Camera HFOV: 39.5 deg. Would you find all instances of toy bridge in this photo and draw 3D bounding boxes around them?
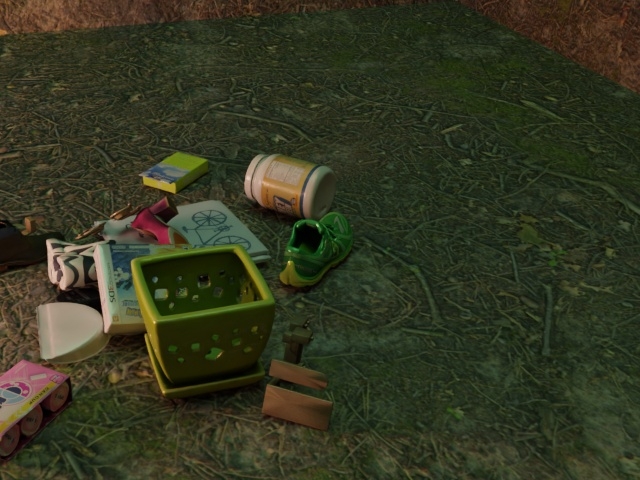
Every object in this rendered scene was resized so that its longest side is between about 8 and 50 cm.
[{"bbox_3d":[-0.738,0.003,2.042,0.026,0.063,0.188,25,35,34],"label":"toy bridge"}]

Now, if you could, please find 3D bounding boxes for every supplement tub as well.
[{"bbox_3d":[-0.077,-0.139,2.265,0.199,0.144,0.144,17,33,24],"label":"supplement tub"}]

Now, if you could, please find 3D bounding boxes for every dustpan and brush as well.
[{"bbox_3d":[-0.449,0.179,1.777,0.211,0.060,0.147,-10,47,-13],"label":"dustpan and brush"}]

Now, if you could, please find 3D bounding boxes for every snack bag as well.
[{"bbox_3d":[-0.332,0.002,2.099,0.342,0.037,0.323,-12,31,-25],"label":"snack bag"}]

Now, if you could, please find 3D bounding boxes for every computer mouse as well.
[{"bbox_3d":[-0.454,0.121,1.899,0.242,0.041,0.071,-13,26,-36],"label":"computer mouse"}]

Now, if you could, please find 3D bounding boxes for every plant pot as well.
[{"bbox_3d":[-0.222,0.158,1.675,0.228,0.207,0.227,-9,31,-19],"label":"plant pot"}]

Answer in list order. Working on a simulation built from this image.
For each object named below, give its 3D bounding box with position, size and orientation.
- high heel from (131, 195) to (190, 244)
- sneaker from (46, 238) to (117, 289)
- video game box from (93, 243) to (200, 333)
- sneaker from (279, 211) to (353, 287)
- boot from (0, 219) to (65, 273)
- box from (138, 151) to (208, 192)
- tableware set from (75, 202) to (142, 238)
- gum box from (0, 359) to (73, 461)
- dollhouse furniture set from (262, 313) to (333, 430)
[{"bbox_3d":[-0.368,0.002,2.010,0.117,0.082,0.244,-35,46,10],"label":"high heel"},{"bbox_3d":[-0.508,0.044,1.949,0.153,0.094,0.235,-5,8,-26],"label":"sneaker"},{"bbox_3d":[-0.348,0.095,1.819,0.205,0.048,0.187,-1,60,-28],"label":"video game box"},{"bbox_3d":[0.000,0.000,2.052,0.109,0.124,0.295,13,31,17],"label":"sneaker"},{"bbox_3d":[-0.679,-0.003,2.014,0.082,0.106,0.219,28,38,36],"label":"boot"},{"bbox_3d":[-0.396,-0.182,2.415,0.109,0.042,0.178,16,33,23],"label":"box"},{"bbox_3d":[-0.483,-0.045,2.034,0.168,0.020,0.141,-29,3,-7],"label":"tableware set"},{"bbox_3d":[-0.536,0.295,1.552,0.107,0.062,0.188,15,32,20],"label":"gum box"},{"bbox_3d":[-0.017,0.239,1.643,0.123,0.144,0.151,14,17,10],"label":"dollhouse furniture set"}]
